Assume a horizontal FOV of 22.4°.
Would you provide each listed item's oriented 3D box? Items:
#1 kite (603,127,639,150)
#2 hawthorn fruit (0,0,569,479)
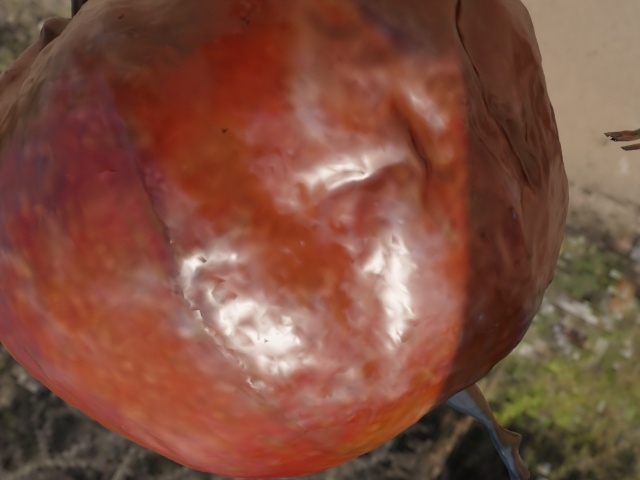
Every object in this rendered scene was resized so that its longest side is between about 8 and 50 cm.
[{"bbox_3d":[0.251,-0.066,0.803,0.244,0.006,0.198,-6,-150,-15],"label":"kite"},{"bbox_3d":[0.000,0.000,0.640,0.271,0.242,0.242,56,162,-10],"label":"hawthorn fruit"}]
